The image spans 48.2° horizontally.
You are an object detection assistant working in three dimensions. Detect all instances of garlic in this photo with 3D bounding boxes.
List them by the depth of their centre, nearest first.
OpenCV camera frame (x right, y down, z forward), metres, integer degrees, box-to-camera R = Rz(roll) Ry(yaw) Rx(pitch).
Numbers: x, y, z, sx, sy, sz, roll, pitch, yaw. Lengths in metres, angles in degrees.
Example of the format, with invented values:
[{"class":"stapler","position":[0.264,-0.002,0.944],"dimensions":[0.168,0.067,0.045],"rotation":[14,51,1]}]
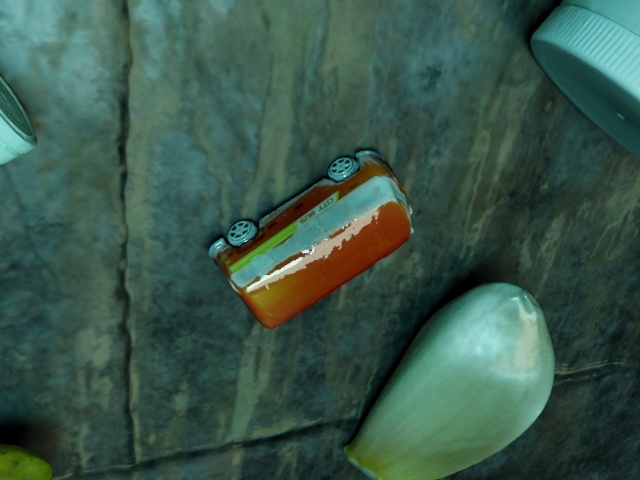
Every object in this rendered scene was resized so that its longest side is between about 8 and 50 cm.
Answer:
[{"class":"garlic","position":[0.142,0.165,0.766],"dimensions":[0.143,0.112,0.318],"rotation":[26,117,-13]}]

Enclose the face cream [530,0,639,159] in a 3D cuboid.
[{"class":"face cream","position":[0.301,-0.165,0.556],"dimensions":[0.201,0.201,0.187],"rotation":[32,105,-38]}]

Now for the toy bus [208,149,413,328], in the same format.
[{"class":"toy bus","position":[0.000,0.000,0.603],"dimensions":[0.174,0.077,0.079],"rotation":[-32,130,-2]}]

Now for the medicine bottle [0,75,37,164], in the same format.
[{"class":"medicine bottle","position":[-0.292,-0.036,0.443],"dimensions":[0.218,0.074,0.074],"rotation":[-30,130,-2]}]

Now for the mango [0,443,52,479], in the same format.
[{"class":"mango","position":[-0.315,0.270,0.620],"dimensions":[0.157,0.109,0.262],"rotation":[20,107,-24]}]
